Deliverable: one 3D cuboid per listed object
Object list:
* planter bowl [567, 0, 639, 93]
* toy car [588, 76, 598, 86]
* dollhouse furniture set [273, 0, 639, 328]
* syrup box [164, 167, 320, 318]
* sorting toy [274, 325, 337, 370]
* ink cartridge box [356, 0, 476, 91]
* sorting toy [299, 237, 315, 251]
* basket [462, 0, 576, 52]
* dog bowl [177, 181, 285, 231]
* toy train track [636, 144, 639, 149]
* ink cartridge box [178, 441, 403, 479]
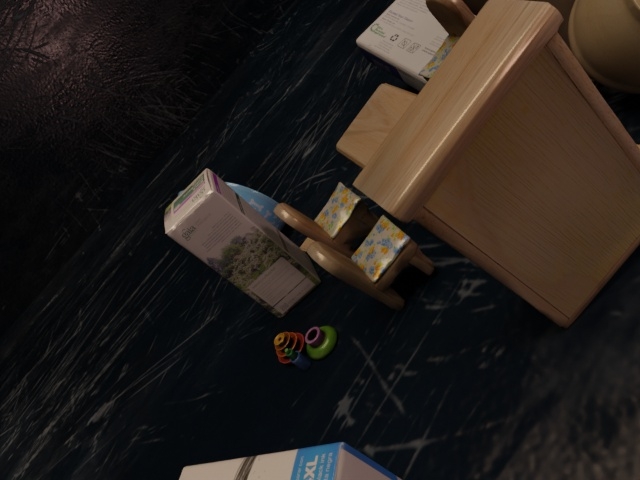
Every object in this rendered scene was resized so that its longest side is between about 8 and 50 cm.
[{"bbox_3d":[0.354,-0.245,0.527,0.162,0.162,0.109,-40,-10,11],"label":"planter bowl"},{"bbox_3d":[0.359,-0.181,0.633,0.122,0.060,0.041,19,23,41],"label":"toy car"},{"bbox_3d":[0.112,-0.110,0.566,0.362,0.257,0.394,-53,34,8],"label":"dollhouse furniture set"},{"bbox_3d":[-0.117,0.008,0.789,0.093,0.237,0.096,-43,30,8],"label":"syrup box"},{"bbox_3d":[-0.029,0.143,0.709,0.102,0.042,0.061,-25,36,33],"label":"sorting toy"},{"bbox_3d":[0.269,-0.390,0.870,0.330,0.071,0.324,-43,46,5],"label":"ink cartridge box"},{"bbox_3d":[0.000,0.000,0.877,0.062,0.012,0.083,-48,26,-13],"label":"sorting toy"},{"bbox_3d":[0.297,-0.342,0.676,0.204,0.227,0.154,-40,-15,-4],"label":"basket"},{"bbox_3d":[-0.191,-0.037,1.031,0.297,0.166,0.074,-2,63,51],"label":"dog bowl"},{"bbox_3d":[0.360,-0.086,0.520,0.048,0.014,0.083,-46,34,-14],"label":"toy train track"},{"bbox_3d":[-0.021,0.256,0.453,0.203,0.148,0.085,-23,38,35],"label":"ink cartridge box"}]
